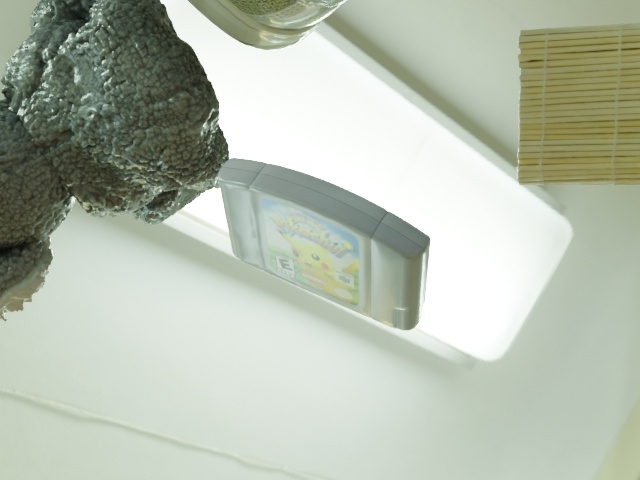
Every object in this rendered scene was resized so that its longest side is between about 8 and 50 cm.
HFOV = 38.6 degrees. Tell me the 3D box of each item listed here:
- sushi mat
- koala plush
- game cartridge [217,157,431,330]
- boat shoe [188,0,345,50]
[{"bbox_3d":[0.338,-0.123,0.824,0.019,0.316,0.151,-42,-50,-67],"label":"sushi mat"},{"bbox_3d":[-0.191,-0.065,0.633,0.221,0.203,0.196,-29,-74,-14],"label":"koala plush"},{"bbox_3d":[0.000,0.000,0.338,0.017,0.083,0.056,-54,-24,-34],"label":"game cartridge"},{"bbox_3d":[-0.107,-0.244,0.530,0.320,0.103,0.118,42,-112,-15],"label":"boat shoe"}]
